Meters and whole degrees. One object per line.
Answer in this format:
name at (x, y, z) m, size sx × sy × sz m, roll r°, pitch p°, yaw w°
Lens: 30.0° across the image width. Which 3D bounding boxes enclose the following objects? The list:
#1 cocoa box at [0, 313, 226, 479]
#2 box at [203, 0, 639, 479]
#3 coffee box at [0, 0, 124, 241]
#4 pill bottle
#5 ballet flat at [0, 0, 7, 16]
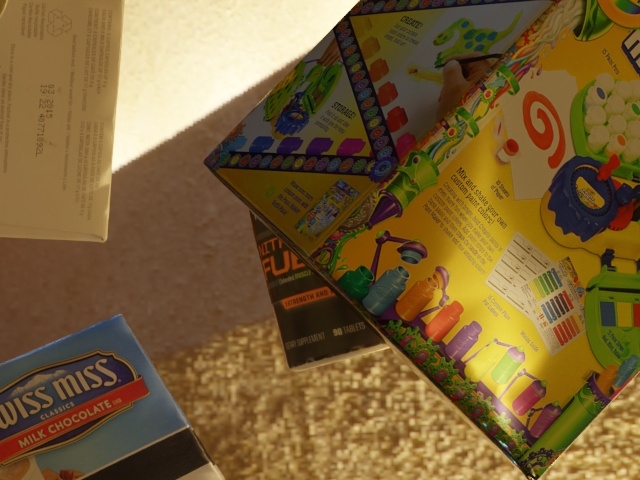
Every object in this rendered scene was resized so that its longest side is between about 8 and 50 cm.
cocoa box at (-0.266, 0.270, 1.119) m, size 0.228 × 0.231 × 0.347 m, roll 57°, pitch -36°, yaw 15°
box at (0.131, -0.037, 0.846) m, size 0.279 × 0.290 × 0.177 m, roll -45°, pitch -145°, yaw -2°
coffee box at (-0.479, -0.194, 1.572) m, size 0.334 × 0.338 × 0.337 m, roll 20°, pitch -75°, yaw 60°
pill bottle at (0.000, 0.000, 1.209) m, size 0.130 × 0.130 × 0.245 m, roll -22°, pitch -99°, yaw 47°
ballet flat at (-0.365, -0.218, 1.211) m, size 0.073 × 0.067 × 0.206 m, roll 21°, pitch -104°, yaw 41°
